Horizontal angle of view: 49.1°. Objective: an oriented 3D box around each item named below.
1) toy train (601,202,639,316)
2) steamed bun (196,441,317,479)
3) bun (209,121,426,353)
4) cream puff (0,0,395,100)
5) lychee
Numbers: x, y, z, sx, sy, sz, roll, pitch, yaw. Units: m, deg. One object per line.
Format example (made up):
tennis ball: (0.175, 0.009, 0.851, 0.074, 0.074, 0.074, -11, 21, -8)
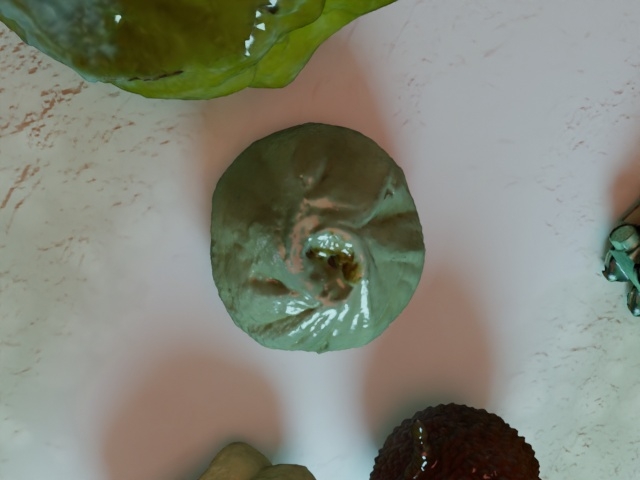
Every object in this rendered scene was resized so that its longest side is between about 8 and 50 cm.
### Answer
toy train: (0.357, 0.035, 0.674, 0.118, 0.074, 0.176, -43, 103, -1)
steamed bun: (-0.067, 0.259, 0.599, 0.141, 0.172, 0.155, 49, 56, -50)
bun: (0.000, 0.000, 0.580, 0.195, 0.118, 0.196, -1, 96, -9)
cream puff: (-0.080, -0.287, 0.460, 0.378, 0.276, 0.378, 7, 126, 10)
lychee: (0.114, 0.223, 0.613, 0.165, 0.165, 0.197, -44, 120, -2)
